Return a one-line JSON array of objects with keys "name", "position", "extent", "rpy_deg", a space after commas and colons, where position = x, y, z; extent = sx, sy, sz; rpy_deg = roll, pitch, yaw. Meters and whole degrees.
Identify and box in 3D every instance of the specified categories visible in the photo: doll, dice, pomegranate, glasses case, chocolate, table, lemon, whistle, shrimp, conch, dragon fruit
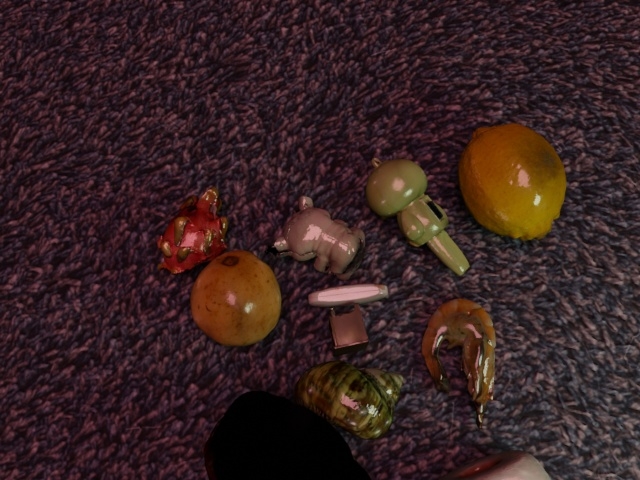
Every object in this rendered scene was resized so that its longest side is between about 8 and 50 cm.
[{"name": "doll", "position": [0.000, 0.000, 1.249], "extent": [0.192, 0.095, 0.149], "rpy_deg": [24, 80, 5]}, {"name": "dice", "position": [0.318, 0.491, 1.059], "extent": [0.193, 0.194, 0.191], "rpy_deg": [-22, 74, -6]}, {"name": "pomegranate", "position": [-0.165, 0.123, 1.184], "extent": [0.196, 0.196, 0.196], "rpy_deg": [0, 75, 2]}, {"name": "glasses case", "position": [0.056, 0.112, 1.232], "extent": [0.164, 0.063, 0.041], "rpy_deg": [-7, 78, 0]}, {"name": "chocolate", "position": [-0.065, 0.449, 1.073], "extent": [0.340, 0.210, 0.225], "rpy_deg": [43, 51, 16]}, {"name": "table", "position": [0.052, 0.179, 1.207], "extent": [0.070, 0.083, 0.082], "rpy_deg": [-12, 69, -5]}, {"name": "lemon", "position": [0.383, -0.119, 1.212], "extent": [0.204, 0.204, 0.260], "rpy_deg": [-22, 75, -4]}, {"name": "whistle", "position": [0.190, -0.047, 1.255], "extent": [0.141, 0.141, 0.294], "rpy_deg": [-28, 94, -6]}, {"name": "shrimp", "position": [0.273, 0.239, 1.196], "extent": [0.145, 0.059, 0.254], "rpy_deg": [6, 75, 6]}, {"name": "conch", "position": [0.061, 0.290, 1.147], "extent": [0.182, 0.124, 0.187], "rpy_deg": [2, 34, -35]}, {"name": "dragon fruit", "position": [-0.255, -0.017, 1.245], "extent": [0.133, 0.150, 0.207], "rpy_deg": [6, 67, 36]}]
